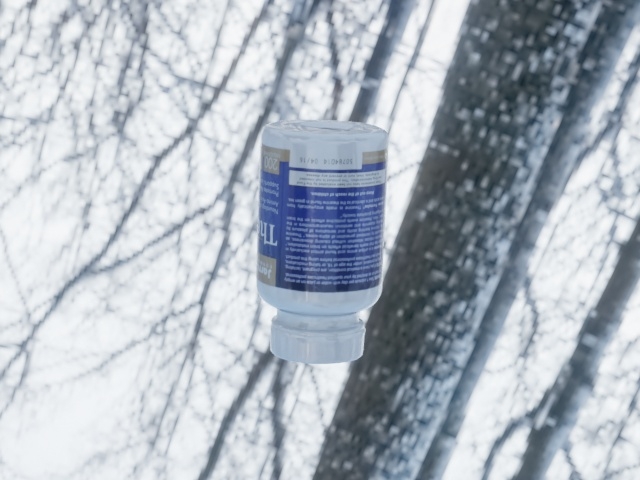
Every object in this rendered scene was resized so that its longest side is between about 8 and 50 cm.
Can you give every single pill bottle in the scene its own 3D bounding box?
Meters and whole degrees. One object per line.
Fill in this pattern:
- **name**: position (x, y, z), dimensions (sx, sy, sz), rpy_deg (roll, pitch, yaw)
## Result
- **pill bottle**: position (0.000, 0.000, 0.770), dimensions (0.067, 0.120, 0.067), rpy_deg (2, -169, 0)
